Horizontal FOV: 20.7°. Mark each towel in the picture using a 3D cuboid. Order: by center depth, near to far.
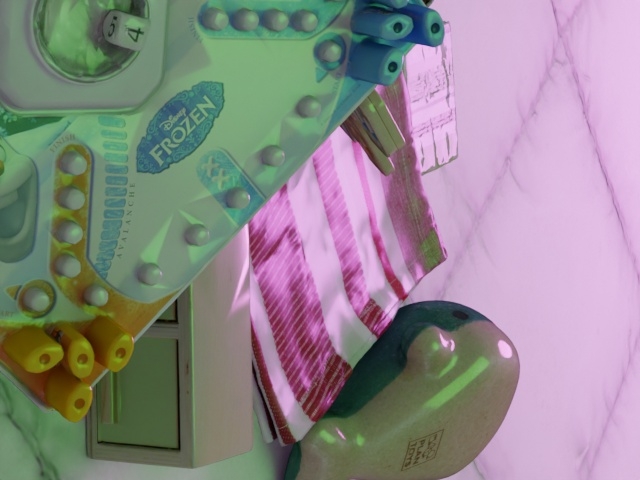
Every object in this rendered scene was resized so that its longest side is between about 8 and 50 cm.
[{"bbox_3d":[0.012,-0.003,1.545,0.329,0.037,0.237,-48,130,-47],"label":"towel"},{"bbox_3d":[0.106,-0.146,1.814,0.113,0.023,0.152,-25,115,-55],"label":"towel"}]

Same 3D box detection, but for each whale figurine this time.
[{"bbox_3d":[0.061,0.151,1.653,0.272,0.141,0.216,-22,139,-35],"label":"whale figurine"}]

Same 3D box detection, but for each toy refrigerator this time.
[{"bbox_3d":[-0.120,0.032,1.340,0.094,0.102,0.269,-9,99,-60],"label":"toy refrigerator"}]

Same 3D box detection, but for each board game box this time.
[{"bbox_3d":[-0.143,-0.138,1.094,0.390,0.050,0.390,-47,124,-11],"label":"board game box"}]

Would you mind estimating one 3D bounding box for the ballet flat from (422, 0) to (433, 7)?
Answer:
[{"bbox_3d":[0.055,-0.262,1.672,0.188,0.070,0.070,18,75,-59],"label":"ballet flat"}]

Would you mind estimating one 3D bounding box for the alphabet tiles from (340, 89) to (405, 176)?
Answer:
[{"bbox_3d":[-0.025,-0.180,1.376,0.021,0.284,0.278,-35,133,-4],"label":"alphabet tiles"}]
